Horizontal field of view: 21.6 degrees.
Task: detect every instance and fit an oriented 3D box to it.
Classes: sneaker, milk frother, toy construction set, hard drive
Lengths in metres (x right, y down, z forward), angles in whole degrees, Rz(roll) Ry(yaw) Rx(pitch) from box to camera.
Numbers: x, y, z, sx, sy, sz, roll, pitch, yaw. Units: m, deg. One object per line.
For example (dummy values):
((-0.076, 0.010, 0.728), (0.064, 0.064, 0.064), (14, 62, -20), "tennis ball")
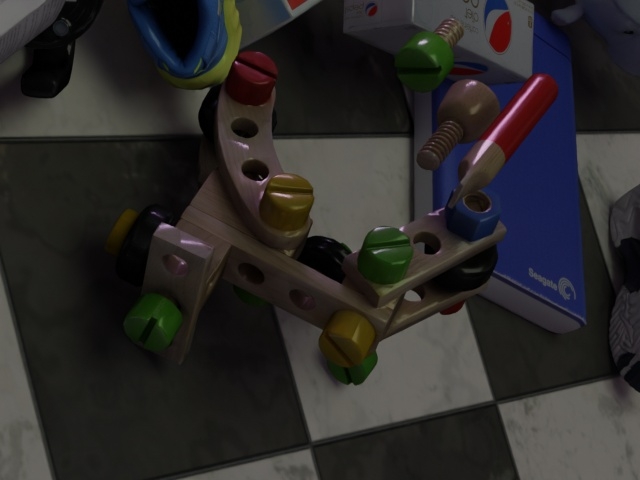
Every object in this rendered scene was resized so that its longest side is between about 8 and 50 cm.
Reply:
((-0.101, -0.225, 1.215), (0.126, 0.091, 0.240), (-80, 161, -79), "sneaker")
((-0.218, -0.173, 1.135), (0.143, 0.129, 0.135), (22, 13, -8), "milk frother")
((0.000, 0.000, 1.150), (0.257, 0.309, 0.237), (49, 47, -9), "toy construction set")
((0.368, 0.067, 1.675), (0.153, 0.094, 0.235), (26, 43, -28), "sneaker")
((0.167, -0.094, 1.570), (0.210, 0.040, 0.319), (27, 53, -39), "hard drive")

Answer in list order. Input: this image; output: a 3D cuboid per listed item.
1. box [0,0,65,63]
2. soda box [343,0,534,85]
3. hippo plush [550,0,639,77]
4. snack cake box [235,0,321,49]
((-0.331, -0.185, 0.932), (0.322, 0.058, 0.232), (46, 55, -2), "box")
((0.104, -0.188, 1.418), (0.216, 0.069, 0.074), (14, 76, -55), "soda box")
((0.355, -0.293, 1.699), (0.294, 0.234, 0.236), (51, 29, -21), "hippo plush")
((-0.080, -0.300, 1.351), (0.264, 0.089, 0.152), (60, 38, -9), "snack cake box")
